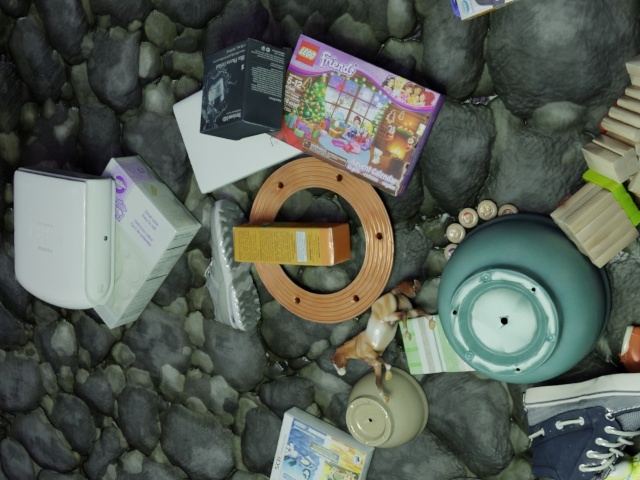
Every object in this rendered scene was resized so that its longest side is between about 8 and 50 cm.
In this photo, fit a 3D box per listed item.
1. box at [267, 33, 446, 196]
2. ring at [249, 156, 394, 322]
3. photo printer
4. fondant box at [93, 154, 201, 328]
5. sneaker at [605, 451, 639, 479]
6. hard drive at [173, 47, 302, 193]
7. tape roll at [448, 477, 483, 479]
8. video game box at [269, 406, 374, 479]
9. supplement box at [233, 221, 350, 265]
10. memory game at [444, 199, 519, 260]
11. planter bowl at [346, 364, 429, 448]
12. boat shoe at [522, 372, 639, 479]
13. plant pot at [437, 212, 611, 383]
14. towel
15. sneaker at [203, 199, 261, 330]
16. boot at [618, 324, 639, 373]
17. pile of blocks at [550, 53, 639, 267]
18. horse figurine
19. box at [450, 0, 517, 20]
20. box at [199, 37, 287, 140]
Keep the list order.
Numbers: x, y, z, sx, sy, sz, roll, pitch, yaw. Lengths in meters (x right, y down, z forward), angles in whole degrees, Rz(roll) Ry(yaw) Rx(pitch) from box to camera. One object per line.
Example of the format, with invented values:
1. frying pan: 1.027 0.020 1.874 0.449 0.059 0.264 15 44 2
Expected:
1. box: 0.059 -0.234 1.477 0.293 0.057 0.201 27 106 17
2. ring: 0.000 0.000 1.601 0.336 0.032 0.337 6 101 29
3. photo printer: -0.577 -0.002 1.787 0.256 0.107 0.308 12 104 30
4. fondant box: -0.451 0.004 1.831 0.238 0.096 0.330 47 118 15
5. sneaker: 0.545 0.410 1.319 0.240 0.091 0.126 -27 86 31
6. hard drive: -0.155 -0.241 1.640 0.307 0.040 0.203 -19 89 32
7. tape roll: 0.265 0.588 1.473 0.246 0.169 0.246 7 103 30
8. video game box: -0.002 0.478 1.683 0.205 0.048 0.187 21 112 26
9. supplement box: -0.060 0.004 1.573 0.233 0.078 0.080 -1 99 30
10. memory game: 0.309 0.018 1.431 0.186 0.012 0.186 6 103 30
11. planter bowl: 0.116 0.336 1.549 0.162 0.109 0.162 7 103 29
12. boat shoe: 0.461 0.301 1.257 0.340 0.127 0.158 148 127 -60
13. plant pot: 0.320 0.113 1.318 0.293 0.196 0.293 5 102 23
14. towel: 0.228 0.195 1.510 0.152 0.023 0.113 -10 92 34
15. sneaker: -0.210 0.054 1.691 0.115 0.105 0.281 -1 97 34
16. boot: 0.533 0.216 1.313 0.084 0.059 0.158 9 97 34
17. pile of blocks: 0.489 -0.141 1.257 0.362 0.149 0.112 -63 24 14
18. horse figurine: 0.123 0.175 1.510 0.263 0.066 0.174 -63 31 15
19. box: 0.281 -0.431 1.354 0.136 0.028 0.081 -15 92 30
20. box: -0.148 -0.282 1.510 0.156 0.093 0.158 -4 82 51
